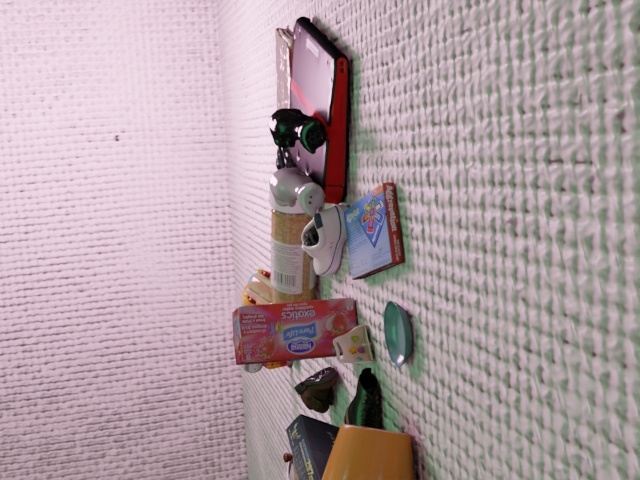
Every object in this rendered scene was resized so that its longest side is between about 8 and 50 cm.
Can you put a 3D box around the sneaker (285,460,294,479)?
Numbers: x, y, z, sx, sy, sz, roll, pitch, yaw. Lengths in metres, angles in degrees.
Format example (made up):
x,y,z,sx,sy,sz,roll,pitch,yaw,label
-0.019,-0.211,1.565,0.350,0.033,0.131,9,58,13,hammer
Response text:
x,y,z,sx,sy,sz,roll,pitch,yaw,label
-0.013,0.664,2.238,0.108,0.100,0.271,112,147,-40,sneaker

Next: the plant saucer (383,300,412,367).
x,y,z,sx,sy,sz,roll,pitch,yaw,label
0.140,0.165,1.530,0.119,0.021,0.119,175,90,-77,plant saucer

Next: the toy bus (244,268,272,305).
x,y,z,sx,sy,sz,roll,pitch,yaw,label
-0.112,0.164,2.419,0.104,0.191,0.202,22,-127,-55,toy bus

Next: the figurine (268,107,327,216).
x,y,z,sx,sy,sz,roll,pitch,yaw,label
-0.040,-0.163,1.816,0.209,0.092,0.215,-146,55,-67,figurine

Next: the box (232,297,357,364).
x,y,z,sx,sy,sz,roll,pitch,yaw,label
-0.057,0.197,1.863,0.128,0.256,0.123,139,126,-74,box

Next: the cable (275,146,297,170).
x,y,z,sx,sy,sz,roll,pitch,yaw,label
-0.093,-0.225,2.354,0.184,0.047,0.151,98,167,-53,cable

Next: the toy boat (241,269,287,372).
x,y,z,sx,sy,sz,roll,pitch,yaw,label
-0.187,0.251,2.678,0.267,0.148,0.318,113,150,-63,toy boat

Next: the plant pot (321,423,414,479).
x,y,z,sx,sy,sz,roll,pitch,yaw,label
0.086,0.428,1.526,0.205,0.205,0.188,142,139,-74,plant pot

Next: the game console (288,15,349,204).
x,y,z,sx,sy,sz,roll,pitch,yaw,label
-0.004,-0.293,1.931,0.386,0.060,0.342,-119,31,-60,game console

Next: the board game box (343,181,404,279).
x,y,z,sx,sy,sz,roll,pitch,yaw,label
0.097,-0.011,1.637,0.281,0.027,0.145,146,117,-75,board game box

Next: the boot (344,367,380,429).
x,y,z,sx,sy,sz,roll,pitch,yaw,label
0.093,0.364,1.703,0.198,0.076,0.137,-113,27,-50,boot

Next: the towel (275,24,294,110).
x,y,z,sx,sy,sz,roll,pitch,yaw,label
-0.077,-0.394,2.200,0.187,0.049,0.282,-117,24,-61,towel

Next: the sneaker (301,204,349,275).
x,y,z,sx,sy,sz,roll,pitch,yaw,label
0.000,0.000,1.911,0.258,0.091,0.094,106,155,-57,sneaker

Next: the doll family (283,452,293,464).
x,y,z,sx,sy,sz,roll,pitch,yaw,label
-0.030,0.565,2.202,0.193,0.111,0.076,120,143,-68,doll family

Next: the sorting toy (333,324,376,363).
x,y,z,sx,sy,sz,roll,pitch,yaw,label
0.066,0.219,1.748,0.045,0.075,0.083,107,155,-58,sorting toy

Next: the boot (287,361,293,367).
x,y,z,sx,sy,sz,roll,pitch,yaw,label
-0.091,0.316,2.546,0.118,0.042,0.087,-123,37,-61,boot

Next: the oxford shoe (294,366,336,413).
x,y,z,sx,sy,sz,roll,pitch,yaw,label
0.005,0.366,2.095,0.096,0.082,0.227,62,162,12,oxford shoe

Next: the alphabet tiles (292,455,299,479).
x,y,z,sx,sy,sz,roll,pitch,yaw,label
0.024,0.605,1.991,0.342,0.011,0.285,4,98,59,alphabet tiles

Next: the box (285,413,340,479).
x,y,z,sx,sy,sz,roll,pitch,yaw,label
0.037,0.474,1.737,0.059,0.183,0.233,-50,33,21,box

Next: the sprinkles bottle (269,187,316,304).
x,y,z,sx,sy,sz,roll,pitch,yaw,label
-0.067,0.026,2.142,0.121,0.121,0.355,-119,28,-61,sprinkles bottle
